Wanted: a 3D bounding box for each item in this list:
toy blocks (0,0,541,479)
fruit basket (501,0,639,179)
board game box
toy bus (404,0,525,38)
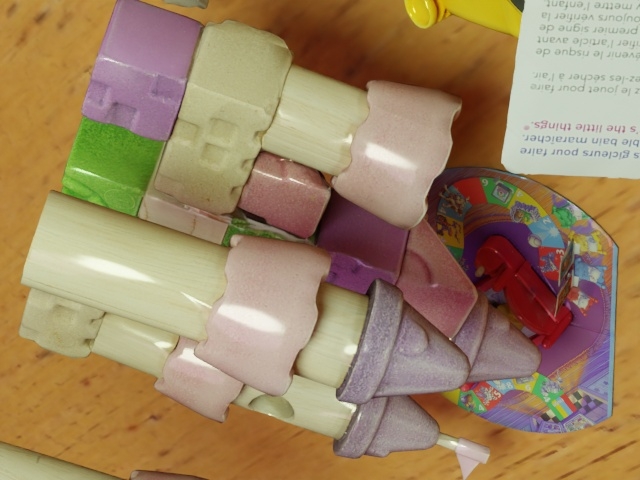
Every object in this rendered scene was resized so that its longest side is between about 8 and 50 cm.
[{"bbox_3d":[0.000,0.000,0.987,0.260,0.309,0.288,18,144,-6],"label":"toy blocks"},{"bbox_3d":[0.241,-0.166,0.691,0.327,0.165,0.353,1,133,-3],"label":"fruit basket"},{"bbox_3d":[0.090,0.042,1.072,0.133,0.033,0.169,15,127,25],"label":"board game box"},{"bbox_3d":[0.086,-0.195,0.850,0.211,0.149,0.220,16,128,45],"label":"toy bus"}]
